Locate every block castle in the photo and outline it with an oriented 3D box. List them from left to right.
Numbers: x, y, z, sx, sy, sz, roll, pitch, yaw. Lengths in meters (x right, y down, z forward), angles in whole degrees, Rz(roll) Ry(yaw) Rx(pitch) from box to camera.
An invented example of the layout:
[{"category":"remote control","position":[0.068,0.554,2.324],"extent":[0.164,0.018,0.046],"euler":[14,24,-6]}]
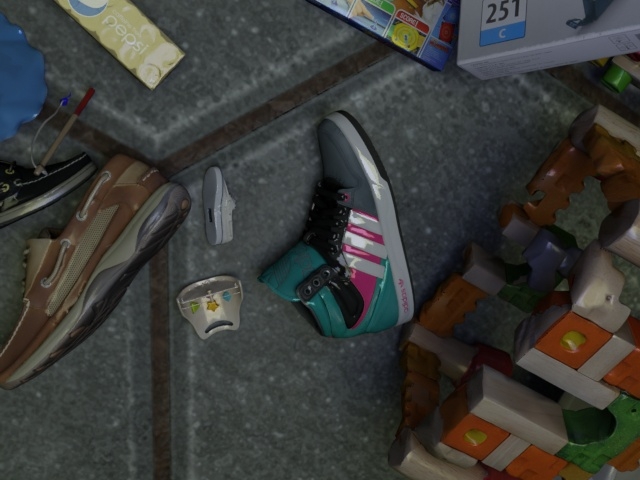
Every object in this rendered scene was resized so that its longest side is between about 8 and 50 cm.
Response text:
[{"category":"block castle","position":[0.282,0.104,0.902],"extent":[0.212,0.303,0.453],"euler":[29,122,-10]}]

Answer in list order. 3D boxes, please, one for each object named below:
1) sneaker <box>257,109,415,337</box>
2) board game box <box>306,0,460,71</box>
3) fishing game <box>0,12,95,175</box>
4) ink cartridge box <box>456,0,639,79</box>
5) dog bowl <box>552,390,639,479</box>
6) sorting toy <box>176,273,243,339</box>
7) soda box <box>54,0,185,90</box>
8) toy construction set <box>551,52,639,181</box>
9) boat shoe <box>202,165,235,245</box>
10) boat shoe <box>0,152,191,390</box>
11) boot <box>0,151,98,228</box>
[{"category":"sneaker","position":[0.000,0.000,0.990],"extent":[0.178,0.124,0.296],"euler":[-22,106,-18]},{"category":"board game box","position":[0.096,-0.320,0.988],"extent":[0.201,0.035,0.136],"euler":[25,94,-17]},{"category":"fishing game","position":[-0.398,-0.181,0.867],"extent":[0.264,0.041,0.189],"euler":[31,57,-17]},{"category":"ink cartridge box","position":[0.301,-0.332,0.875],"extent":[0.066,0.296,0.261],"euler":[16,76,-47]},{"category":"dog bowl","position":[0.455,0.299,1.101],"extent":[0.348,0.102,0.349],"euler":[-11,112,-30]},{"category":"sorting toy","position":[-0.138,0.089,1.013],"extent":[0.083,0.045,0.075],"euler":[-16,111,-10]},{"category":"soda box","position":[-0.243,-0.257,0.909],"extent":[0.181,0.058,0.061],"euler":[43,89,-16]},{"category":"toy construction set","position":[0.368,-0.239,1.013],"extent":[0.257,0.237,0.309],"euler":[-9,125,-44]},{"category":"boat shoe","position":[-0.125,-0.045,0.995],"extent":[0.035,0.035,0.100],"euler":[-9,100,-39]},{"category":"boat shoe","position":[-0.292,0.035,0.934],"extent":[0.116,0.123,0.324],"euler":[41,94,1]},{"category":"boot","position":[-0.396,-0.099,0.892],"extent":[0.236,0.085,0.179],"euler":[-25,103,-9]}]
